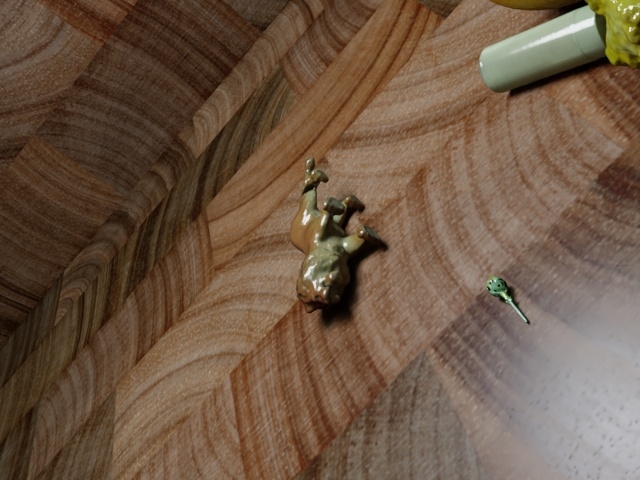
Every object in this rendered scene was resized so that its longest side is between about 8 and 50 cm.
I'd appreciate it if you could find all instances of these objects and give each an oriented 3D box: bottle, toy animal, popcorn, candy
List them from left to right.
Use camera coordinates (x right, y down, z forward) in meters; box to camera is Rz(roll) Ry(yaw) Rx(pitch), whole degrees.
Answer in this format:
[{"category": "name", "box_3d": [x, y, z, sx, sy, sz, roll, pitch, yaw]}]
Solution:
[{"category": "toy animal", "box_3d": [0.000, 0.000, 1.317, 0.157, 0.097, 0.312, -54, 23, 14]}, {"category": "candy", "box_3d": [0.212, 0.067, 0.946, 0.083, 0.023, 0.025, -119, 33, -56]}, {"category": "bottle", "box_3d": [0.310, -0.259, 1.130, 0.201, 0.072, 0.072, -11, 49, 55]}, {"category": "popcorn", "box_3d": [0.387, -0.288, 0.945, 0.197, 0.156, 0.197, -50, 27, 37]}]

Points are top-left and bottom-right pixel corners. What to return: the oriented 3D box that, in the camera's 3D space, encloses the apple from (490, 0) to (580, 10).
[{"category": "apple", "box_3d": [0.304, -0.468, 1.141, 0.275, 0.299, 0.299, -14, 45, 39]}]
